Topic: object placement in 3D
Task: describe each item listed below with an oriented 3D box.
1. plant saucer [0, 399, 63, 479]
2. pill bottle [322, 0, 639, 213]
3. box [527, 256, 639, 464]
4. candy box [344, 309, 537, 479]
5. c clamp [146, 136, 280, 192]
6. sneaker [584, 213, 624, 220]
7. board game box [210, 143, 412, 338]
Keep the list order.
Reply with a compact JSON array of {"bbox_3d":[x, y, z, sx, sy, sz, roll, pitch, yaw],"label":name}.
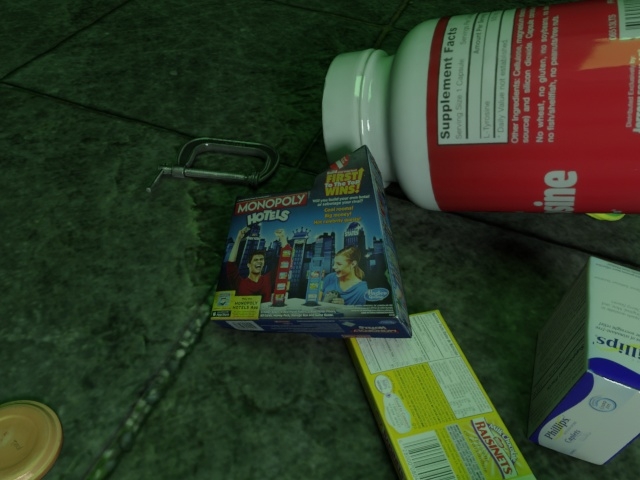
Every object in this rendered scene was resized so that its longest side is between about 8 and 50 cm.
[{"bbox_3d":[-0.262,0.172,0.469,0.084,0.013,0.083,3,46,-4],"label":"plant saucer"},{"bbox_3d":[0.220,-0.145,0.642,0.408,0.228,0.229,2,42,23],"label":"pill bottle"},{"bbox_3d":[0.252,0.109,0.510,0.072,0.126,0.137,19,47,10],"label":"box"},{"bbox_3d":[0.101,0.151,0.510,0.105,0.027,0.205,-6,41,-15],"label":"candy box"},{"bbox_3d":[-0.136,-0.098,0.750,0.161,0.022,0.137,2,40,-2],"label":"c clamp"},{"bbox_3d":[0.420,-0.130,0.767,0.109,0.123,0.296,36,55,27],"label":"sneaker"},{"bbox_3d":[0.000,0.000,0.581,0.194,0.060,0.194,-3,61,22],"label":"board game box"}]
